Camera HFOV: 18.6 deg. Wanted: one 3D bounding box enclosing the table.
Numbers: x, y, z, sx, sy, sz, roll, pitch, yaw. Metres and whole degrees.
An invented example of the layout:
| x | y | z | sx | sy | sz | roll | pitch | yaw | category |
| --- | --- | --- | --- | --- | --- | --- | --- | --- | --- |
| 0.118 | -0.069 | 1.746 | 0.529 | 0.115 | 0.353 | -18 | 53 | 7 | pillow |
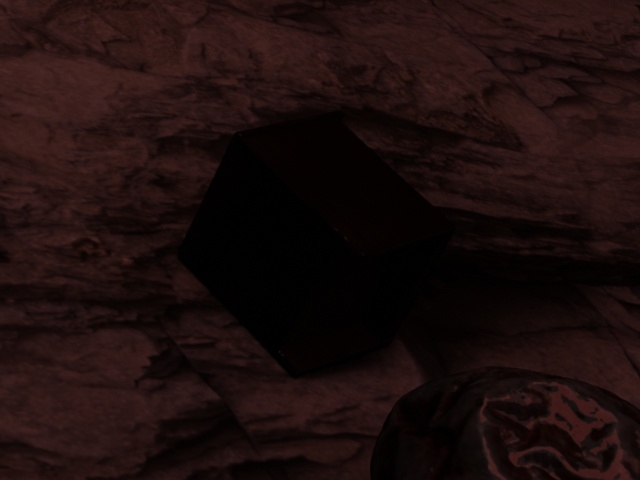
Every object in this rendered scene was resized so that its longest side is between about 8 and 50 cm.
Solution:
| x | y | z | sx | sy | sz | roll | pitch | yaw | category |
| --- | --- | --- | --- | --- | --- | --- | --- | --- | --- |
| 0.000 | 0.000 | 1.989 | 0.193 | 0.169 | 0.172 | 44 | 35 | 25 | table |

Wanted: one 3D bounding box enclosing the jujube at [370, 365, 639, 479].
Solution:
| x | y | z | sx | sy | sz | roll | pitch | yaw | category |
| --- | --- | --- | --- | --- | --- | --- | --- | --- | --- |
| 0.189 | 0.242 | 1.749 | 0.308 | 0.215 | 0.246 | 31 | 55 | -1 | jujube |
